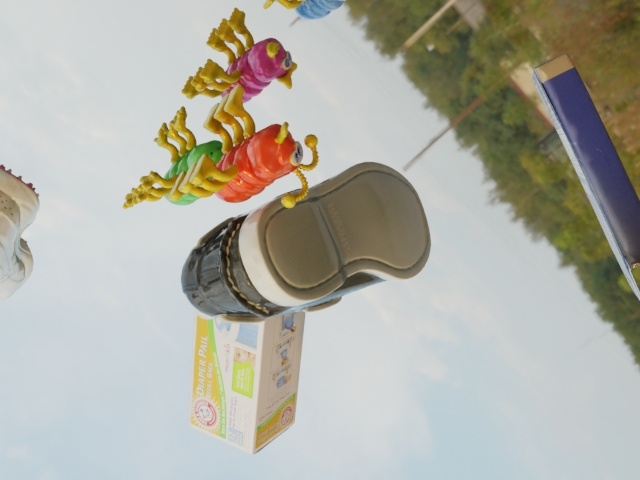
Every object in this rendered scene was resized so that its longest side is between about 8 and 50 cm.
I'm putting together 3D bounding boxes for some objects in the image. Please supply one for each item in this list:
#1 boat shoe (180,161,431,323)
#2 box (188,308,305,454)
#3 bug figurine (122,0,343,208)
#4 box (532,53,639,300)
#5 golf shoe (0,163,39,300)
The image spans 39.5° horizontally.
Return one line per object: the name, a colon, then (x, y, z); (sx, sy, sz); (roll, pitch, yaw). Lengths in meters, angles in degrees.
boat shoe: (0.000, 0.000, 0.760); (0.302, 0.091, 0.114); (-6, -102, -58)
box: (-0.098, 0.160, 1.183); (0.114, 0.203, 0.103); (16, -158, 28)
bug figurine: (-0.049, -0.118, 0.705); (0.072, 0.216, 0.279); (35, -122, -24)
box: (0.253, -0.056, 0.803); (0.225, 0.036, 0.136); (66, -166, -1)
golf shoe: (-0.488, 0.017, 1.281); (0.115, 0.306, 0.140); (28, -127, 0)
